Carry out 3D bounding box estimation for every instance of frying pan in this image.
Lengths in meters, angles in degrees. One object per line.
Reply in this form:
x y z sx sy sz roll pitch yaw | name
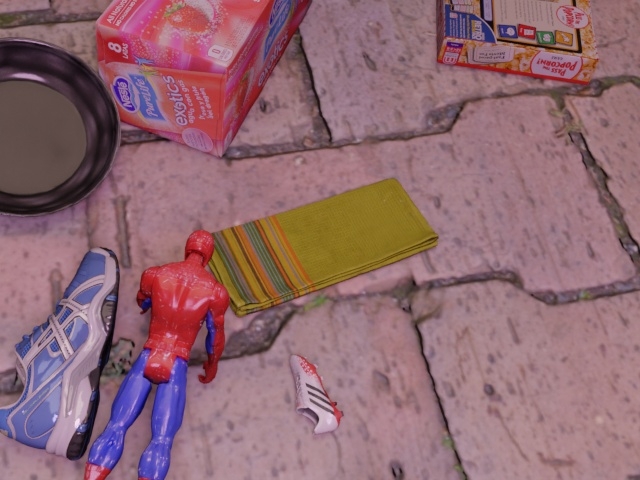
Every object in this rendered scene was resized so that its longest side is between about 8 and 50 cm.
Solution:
-0.359 -0.149 1.057 0.326 0.053 0.197 33 66 -6 | frying pan

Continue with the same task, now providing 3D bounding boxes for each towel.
0.000 0.000 1.075 0.237 0.021 0.102 -19 59 -22 | towel

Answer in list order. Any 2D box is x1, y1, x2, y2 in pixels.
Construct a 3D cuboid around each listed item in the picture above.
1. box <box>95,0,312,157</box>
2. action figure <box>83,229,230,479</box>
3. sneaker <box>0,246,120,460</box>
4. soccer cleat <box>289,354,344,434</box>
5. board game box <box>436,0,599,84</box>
-0.119 -0.261 1.176 0.154 0.142 0.300 20 53 7 | box
-0.144 0.129 0.922 0.091 0.139 0.280 17 75 0 | action figure
-0.229 0.089 0.932 0.081 0.080 0.211 11 51 -5 | sneaker
-0.012 0.142 0.961 0.035 0.029 0.083 -20 63 -27 | soccer cleat
0.244 -0.274 1.306 0.193 0.045 0.147 8 52 -3 | board game box
